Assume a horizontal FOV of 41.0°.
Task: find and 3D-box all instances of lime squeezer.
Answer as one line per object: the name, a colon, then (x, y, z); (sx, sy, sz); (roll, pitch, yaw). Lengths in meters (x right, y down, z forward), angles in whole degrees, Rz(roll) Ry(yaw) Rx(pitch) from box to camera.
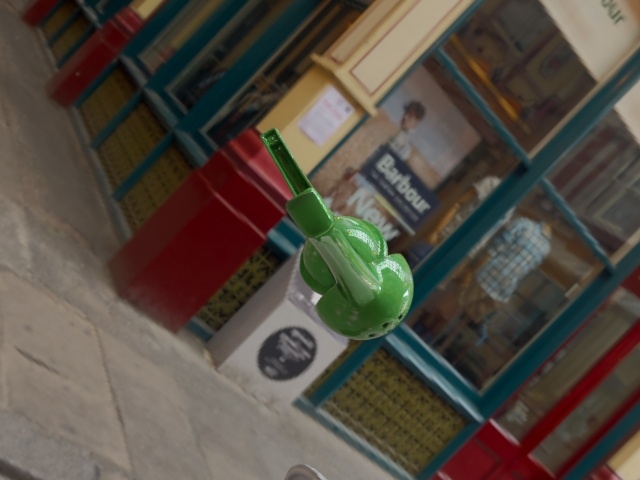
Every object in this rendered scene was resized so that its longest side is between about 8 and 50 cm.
lime squeezer: (0.000, 0.000, 0.495); (0.110, 0.059, 0.310); (41, 6, -13)

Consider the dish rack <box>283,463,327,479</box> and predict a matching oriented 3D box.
dish rack: (-0.014, 0.349, 0.602); (0.285, 0.072, 0.333); (59, -32, 30)
